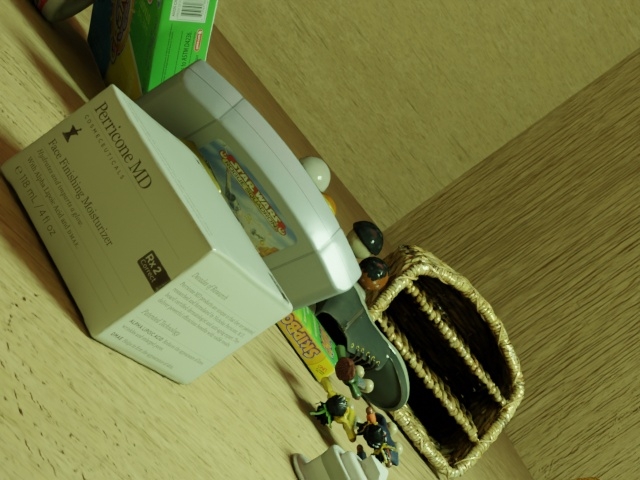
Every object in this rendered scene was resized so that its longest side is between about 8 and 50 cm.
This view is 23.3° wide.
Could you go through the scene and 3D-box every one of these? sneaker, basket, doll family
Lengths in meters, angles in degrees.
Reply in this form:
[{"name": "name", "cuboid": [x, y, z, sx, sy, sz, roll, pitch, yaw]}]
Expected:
[{"name": "sneaker", "cuboid": [0.046, 0.164, 2.120, 0.222, 0.083, 0.118, 60, 23, -17]}, {"name": "basket", "cuboid": [0.181, 0.174, 2.368, 0.299, 0.213, 0.223, 52, 5, -16]}, {"name": "doll family", "cuboid": [0.044, 0.214, 1.736, 0.193, 0.076, 0.111, 59, 2, 16]}]

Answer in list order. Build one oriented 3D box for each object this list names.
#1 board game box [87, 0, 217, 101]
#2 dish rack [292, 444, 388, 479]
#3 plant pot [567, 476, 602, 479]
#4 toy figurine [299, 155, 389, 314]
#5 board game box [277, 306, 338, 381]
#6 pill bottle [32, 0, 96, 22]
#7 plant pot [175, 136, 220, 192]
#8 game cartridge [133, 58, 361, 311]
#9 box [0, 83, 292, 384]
[{"name": "board game box", "cuboid": [-0.207, -0.276, 1.866, 0.064, 0.242, 0.316, 2, 32, -21]}, {"name": "dish rack", "cuboid": [0.113, 0.351, 1.520, 0.333, 0.072, 0.285, 48, 9, -41]}, {"name": "plant pot", "cuboid": [0.312, 0.441, 2.078, 0.205, 0.205, 0.188, -5, 75, -83]}, {"name": "toy figurine", "cuboid": [0.000, 0.000, 2.246, 0.213, 0.148, 0.209, 53, 6, -19]}, {"name": "board game box", "cuboid": [-0.044, 0.081, 1.982, 0.259, 0.039, 0.124, 52, 6, 4]}, {"name": "pill bottle", "cuboid": [-0.335, -0.363, 1.859, 0.180, 0.108, 0.108, 54, 6, 2]}, {"name": "plant pot", "cuboid": [-0.170, -0.062, 1.601, 0.083, 0.081, 0.081, 23, 29, -50]}, {"name": "game cartridge", "cuboid": [-0.092, -0.049, 1.698, 0.297, 0.062, 0.198, 53, -33, -10]}, {"name": "box", "cuboid": [-0.139, 0.000, 1.266, 0.181, 0.119, 0.182, 56, 6, 26]}]
